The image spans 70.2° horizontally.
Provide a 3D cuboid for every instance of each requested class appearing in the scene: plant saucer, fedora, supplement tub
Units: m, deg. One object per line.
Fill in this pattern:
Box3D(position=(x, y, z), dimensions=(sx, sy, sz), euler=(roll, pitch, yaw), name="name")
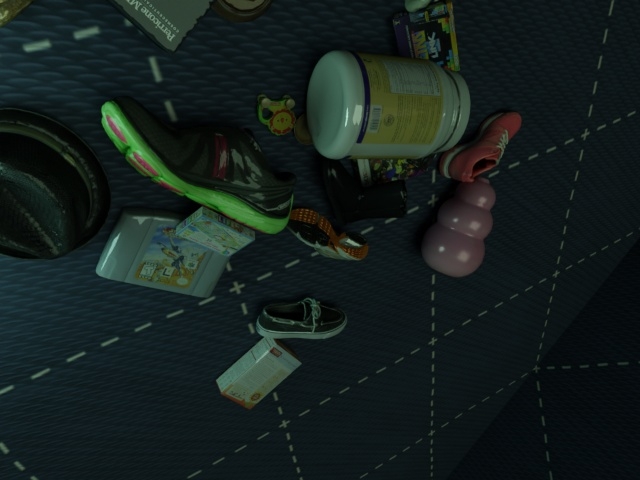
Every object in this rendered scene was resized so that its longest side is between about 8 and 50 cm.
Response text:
Box3D(position=(-0.031, -0.286, 1.156), dimensions=(0.084, 0.015, 0.083), euler=(-15, 125, -23), name="plant saucer")
Box3D(position=(-0.566, -0.074, 0.872), dimensions=(0.334, 0.152, 0.333), euler=(-15, 125, -23), name="fedora")
Box3D(position=(0.158, -0.313, 1.082), dimensions=(0.332, 0.241, 0.240), euler=(-5, 121, -25), name="supplement tub")
Box3D(position=(-0.159, -0.529, 0.916), dimensions=(0.169, 0.029, 0.168), euler=(-15, 125, -22), name="plant saucer")

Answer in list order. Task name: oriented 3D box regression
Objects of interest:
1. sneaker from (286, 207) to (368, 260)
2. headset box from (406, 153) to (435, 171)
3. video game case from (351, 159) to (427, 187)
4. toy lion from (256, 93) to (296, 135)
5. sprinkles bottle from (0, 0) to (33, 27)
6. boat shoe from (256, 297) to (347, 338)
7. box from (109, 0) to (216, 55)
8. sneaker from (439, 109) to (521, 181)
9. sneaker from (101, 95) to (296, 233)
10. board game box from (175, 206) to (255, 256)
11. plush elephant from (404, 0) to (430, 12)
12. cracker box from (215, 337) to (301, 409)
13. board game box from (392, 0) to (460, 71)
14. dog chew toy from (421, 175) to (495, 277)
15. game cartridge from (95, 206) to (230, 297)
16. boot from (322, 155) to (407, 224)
Box3D(position=(0.000, 0.000, 1.307), dimensions=(0.263, 0.121, 0.099), euler=(27, 64, -20), name="sneaker")
Box3D(position=(0.296, -0.248, 1.314), dimensions=(0.062, 0.032, 0.083), euler=(19, 109, -40), name="headset box")
Box3D(position=(0.198, -0.247, 1.304), dimensions=(0.232, 0.042, 0.210), euler=(-27, 131, -15), name="video game case")
Box3D(position=(-0.106, -0.300, 1.095), dimensions=(0.100, 0.034, 0.096), euler=(-7, 129, -28), name="toy lion")
Box3D(position=(-0.585, -0.472, 0.629), dimensions=(0.121, 0.121, 0.355), euler=(-39, 132, -4), name="sprinkles bottle")
Box3D(position=(-0.044, 0.231, 1.413), dimensions=(0.307, 0.113, 0.104), euler=(6, 130, -24), name="boat shoe")
Box3D(position=(-0.284, -0.539, 0.716), dimensions=(0.312, 0.179, 0.343), euler=(-49, 125, 2), name="box")
Box3D(position=(0.529, -0.280, 1.423), dimensions=(0.314, 0.136, 0.116), euler=(-38, 132, -5), name="sneaker")
Box3D(position=(-0.247, -0.182, 1.014), dimensions=(0.483, 0.185, 0.202), euler=(29, 83, -43), name="sneaker")
Box3D(position=(-0.249, -0.017, 1.085), dimensions=(0.104, 0.026, 0.154), euler=(-30, 140, 31), name="board game box")
Box3D(position=(0.156, -0.637, 0.921), dimensions=(0.331, 0.271, 0.255), euler=(5, 162, 1), name="plush elephant")
Box3D(position=(-0.196, 0.423, 1.471), dimensions=(0.232, 0.067, 0.155), euler=(-41, 132, -2), name="cracker box")
Box3D(position=(0.266, -0.495, 1.140), dimensions=(0.141, 0.048, 0.170), euler=(-11, 131, 16), name="board game box")
Box3D(position=(0.468, -0.050, 1.499), dimensions=(0.207, 0.207, 0.331), euler=(13, 104, -36), name="dog chew toy")
Box3D(position=(-0.367, 0.030, 1.128), dimensions=(0.297, 0.062, 0.198), euler=(18, 112, -38), name="game cartridge")
Box3D(position=(0.125, -0.145, 1.233), dimensions=(0.207, 0.094, 0.246), euler=(-9, 136, 12), name="boot")
